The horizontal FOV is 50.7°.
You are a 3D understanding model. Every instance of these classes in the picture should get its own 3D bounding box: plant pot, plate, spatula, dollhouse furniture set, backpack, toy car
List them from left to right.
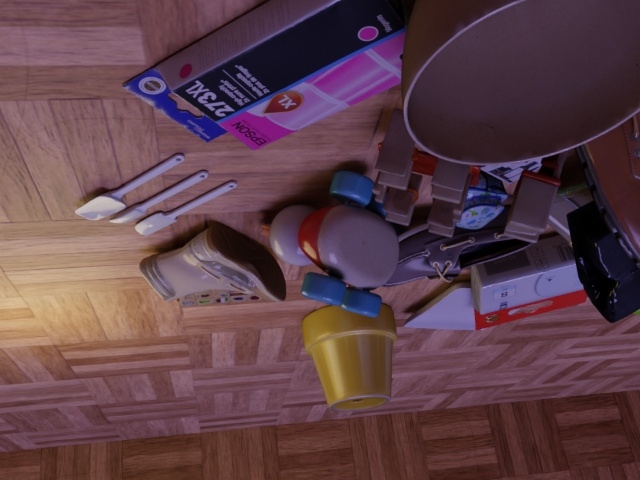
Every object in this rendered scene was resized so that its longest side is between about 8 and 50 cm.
[{"bbox_3d":[-0.276,-0.070,1.143,0.242,0.019,0.168,-23,150,29],"label":"spatula"},{"bbox_3d":[0.000,0.000,1.222,0.238,0.219,0.210,9,171,41],"label":"toy car"},{"bbox_3d":[0.086,0.315,1.786,0.254,0.239,0.254,-5,154,-3],"label":"plant pot"},{"bbox_3d":[0.210,-0.097,0.987,0.259,0.135,0.262,16,170,12],"label":"dollhouse furniture set"},{"bbox_3d":[0.266,-0.074,1.210,0.114,0.084,0.105,9,147,-26],"label":"backpack"},{"bbox_3d":[0.399,0.170,1.794,0.278,0.045,0.277,5,152,-24],"label":"plate"},{"bbox_3d":[0.216,-0.238,0.736,0.284,0.191,0.284,-6,154,-3],"label":"plant pot"},{"bbox_3d":[0.563,-0.058,1.273,0.301,0.151,0.197,35,160,-16],"label":"dollhouse furniture set"}]

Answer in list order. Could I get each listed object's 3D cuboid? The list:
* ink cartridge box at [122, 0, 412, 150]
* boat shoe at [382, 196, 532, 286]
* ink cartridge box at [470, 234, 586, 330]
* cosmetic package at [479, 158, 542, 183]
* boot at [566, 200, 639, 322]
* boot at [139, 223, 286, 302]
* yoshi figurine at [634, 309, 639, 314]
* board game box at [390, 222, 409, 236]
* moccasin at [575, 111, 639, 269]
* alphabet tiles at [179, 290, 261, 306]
[{"bbox_3d":[-0.058,-0.213,0.866,0.371,0.069,0.176,-18,152,26],"label":"ink cartridge box"},{"bbox_3d":[0.253,0.021,1.304,0.324,0.096,0.116,-21,146,-4],"label":"boat shoe"},{"bbox_3d":[0.524,0.129,1.619,0.308,0.091,0.385,-15,145,4],"label":"ink cartridge box"},{"bbox_3d":[0.268,-0.162,1.056,0.239,0.060,0.099,17,144,-41],"label":"cosmetic package"},{"bbox_3d":[0.652,0.011,1.109,0.445,0.367,0.146,-32,-161,-6],"label":"boot"},{"bbox_3d":[-0.210,0.075,1.363,0.203,0.095,0.262,-22,145,24],"label":"boot"},{"bbox_3d":[0.788,0.083,1.418,0.362,0.203,0.203,-28,-155,-27],"label":"yoshi figurine"},{"bbox_3d":[0.118,0.024,1.399,0.194,0.060,0.194,13,147,-35],"label":"board game box"},{"bbox_3d":[0.425,-0.117,0.904,0.147,0.380,0.139,-22,-174,22],"label":"moccasin"},{"bbox_3d":[-0.224,0.095,1.510,0.198,0.009,0.237,-4,154,-7],"label":"alphabet tiles"}]
